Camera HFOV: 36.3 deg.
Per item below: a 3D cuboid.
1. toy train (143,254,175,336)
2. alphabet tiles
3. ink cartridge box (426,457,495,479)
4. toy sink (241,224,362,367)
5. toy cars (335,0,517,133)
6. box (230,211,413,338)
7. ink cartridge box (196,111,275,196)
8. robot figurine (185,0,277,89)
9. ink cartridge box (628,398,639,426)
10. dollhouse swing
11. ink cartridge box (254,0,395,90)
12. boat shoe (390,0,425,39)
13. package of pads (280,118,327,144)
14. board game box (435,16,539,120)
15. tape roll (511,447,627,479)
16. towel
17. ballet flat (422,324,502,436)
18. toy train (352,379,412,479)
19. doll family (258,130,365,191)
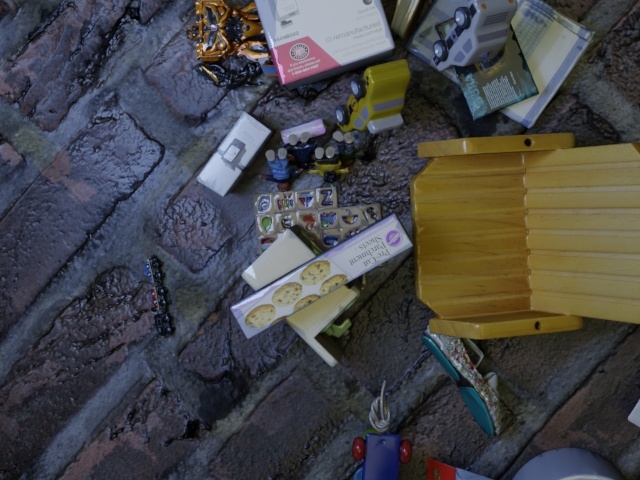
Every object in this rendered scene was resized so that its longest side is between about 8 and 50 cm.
[{"bbox_3d":[-0.309,0.105,1.856,0.036,0.027,0.158,-9,94,16],"label":"toy train"},{"bbox_3d":[0.000,0.000,1.832,0.237,0.009,0.198,-5,93,4],"label":"alphabet tiles"},{"bbox_3d":[0.252,0.510,1.747,0.066,0.232,0.189,-3,95,-40],"label":"ink cartridge box"},{"bbox_3d":[-0.008,0.093,1.759,0.131,0.153,0.234,-44,89,6],"label":"toy sink"},{"bbox_3d":[0.183,-0.280,1.666,0.394,0.176,0.087,-31,73,24],"label":"toy cars"},{"bbox_3d":[0.001,0.059,1.648,0.324,0.063,0.067,-29,93,5],"label":"box"},{"bbox_3d":[-0.153,-0.157,1.782,0.063,0.109,0.150,36,96,-2],"label":"ink cartridge box"},{"bbox_3d":[-0.104,-0.384,1.773,0.291,0.085,0.211,-1,93,4],"label":"robot figurine"},{"bbox_3d":[0.656,0.324,1.777,0.181,0.061,0.104,31,95,1],"label":"ink cartridge box"},{"bbox_3d":[0.355,-0.005,1.639,0.315,0.305,0.346,-4,95,-15],"label":"dollhouse swing"},{"bbox_3d":[-0.010,-0.423,1.663,0.207,0.117,0.282,-18,92,5],"label":"ink cartridge box"},{"bbox_3d":[0.157,-0.498,1.743,0.096,0.098,0.277,15,86,4],"label":"boat shoe"},{"bbox_3d":[-0.030,-0.200,1.798,0.083,0.050,0.031,-16,93,5],"label":"package of pads"},{"bbox_3d":[0.297,-0.323,1.745,0.126,0.026,0.186,-22,92,11],"label":"board game box"},{"bbox_3d":[0.461,0.513,1.753,0.246,0.169,0.246,0,94,5],"label":"tape roll"},{"bbox_3d":[0.323,-0.359,1.769,0.285,0.034,0.209,33,98,3],"label":"towel"},{"bbox_3d":[0.280,0.245,1.795,0.077,0.091,0.241,-35,95,-16],"label":"ballet flat"},{"bbox_3d":[0.106,0.370,1.790,0.105,0.143,0.247,4,89,-4],"label":"toy train"},{"bbox_3d":[-0.017,-0.140,1.783,0.193,0.111,0.076,2,65,7],"label":"doll family"}]
